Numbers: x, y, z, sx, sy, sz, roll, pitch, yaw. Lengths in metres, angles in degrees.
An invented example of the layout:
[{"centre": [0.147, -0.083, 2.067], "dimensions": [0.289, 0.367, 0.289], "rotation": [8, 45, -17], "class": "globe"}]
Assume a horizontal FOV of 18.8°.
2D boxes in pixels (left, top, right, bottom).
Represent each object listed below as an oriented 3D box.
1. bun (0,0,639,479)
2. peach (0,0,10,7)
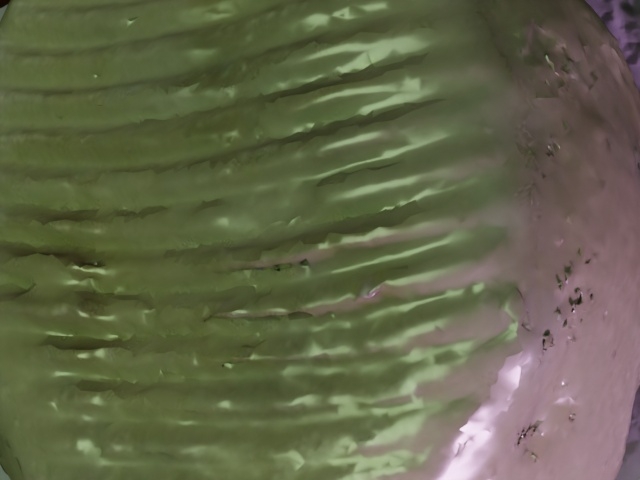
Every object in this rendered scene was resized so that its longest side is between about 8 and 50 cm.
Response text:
[{"centre": [0.000, 0.000, 0.851], "dimensions": [0.326, 0.234, 0.362], "rotation": [-36, 65, 30], "class": "bun"}, {"centre": [-0.232, -0.245, 0.943], "dimensions": [0.332, 0.308, 0.308], "rotation": [37, 120, 7], "class": "peach"}]
